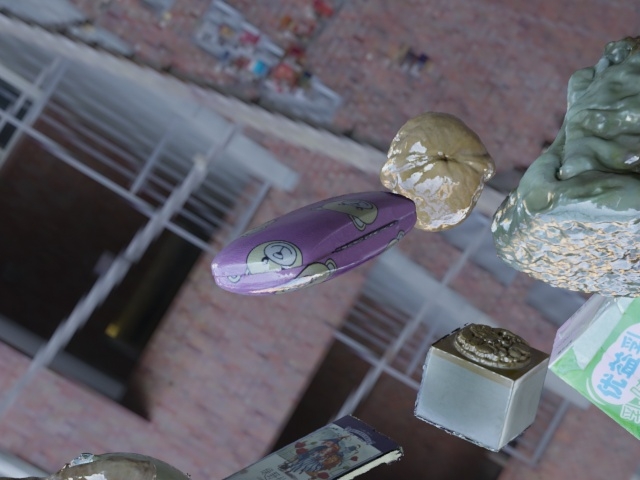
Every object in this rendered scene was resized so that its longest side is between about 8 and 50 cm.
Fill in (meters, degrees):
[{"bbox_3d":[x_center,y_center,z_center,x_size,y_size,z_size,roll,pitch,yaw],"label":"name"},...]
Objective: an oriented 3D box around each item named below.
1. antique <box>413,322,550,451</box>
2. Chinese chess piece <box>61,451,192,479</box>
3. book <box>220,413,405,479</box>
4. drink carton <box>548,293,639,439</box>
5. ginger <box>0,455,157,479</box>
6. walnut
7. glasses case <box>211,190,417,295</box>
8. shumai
[{"bbox_3d":[0.246,0.212,2.293,0.152,0.148,0.147,22,-156,25],"label":"antique"},{"bbox_3d":[-0.270,0.442,1.914,0.146,0.349,0.349,18,180,-29],"label":"Chinese chess piece"},{"bbox_3d":[-0.022,0.307,2.032,0.157,0.231,0.026,21,131,61],"label":"book"},{"bbox_3d":[0.424,0.158,1.784,0.271,0.161,0.108,38,-152,-4],"label":"drink carton"},{"bbox_3d":[-0.288,0.318,1.479,0.166,0.333,0.080,20,-144,-11],"label":"ginger"},{"bbox_3d":[0.150,-0.090,1.942,0.149,0.166,0.166,-2,173,-1],"label":"walnut"},{"bbox_3d":[0.000,0.000,1.653,0.123,0.076,0.316,-6,-170,30],"label":"glasses case"},{"bbox_3d":[0.316,-0.096,1.486,0.309,0.263,0.304,-6,159,35],"label":"shumai"}]
